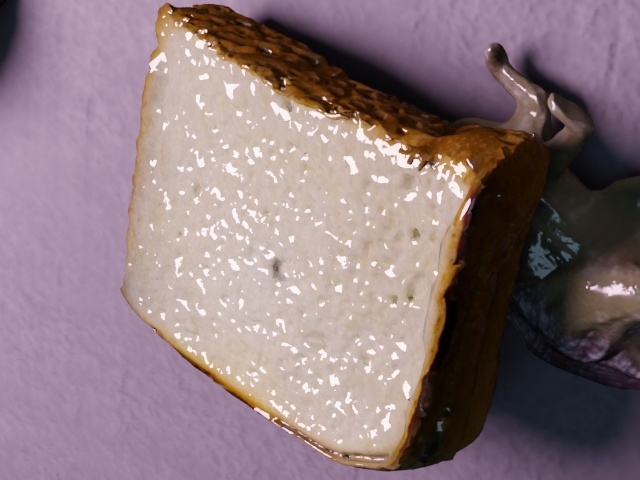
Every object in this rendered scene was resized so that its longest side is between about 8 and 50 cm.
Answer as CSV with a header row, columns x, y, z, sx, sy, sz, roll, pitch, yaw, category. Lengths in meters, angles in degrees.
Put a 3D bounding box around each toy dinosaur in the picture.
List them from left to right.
x,y,z,sx,sy,sz,roll,pitch,yaw,category
0.142,-0.004,0.947,0.294,0.077,0.162,45,137,21,toy dinosaur

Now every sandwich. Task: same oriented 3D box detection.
x,y,z,sx,sy,sz,roll,pitch,yaw,category
0.001,0.000,0.971,0.251,0.087,0.226,29,121,34,sandwich

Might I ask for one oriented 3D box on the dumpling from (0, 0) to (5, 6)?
x,y,z,sx,sy,sz,roll,pitch,yaw,category
-0.285,-0.156,1.073,0.176,0.092,0.150,-33,96,30,dumpling
